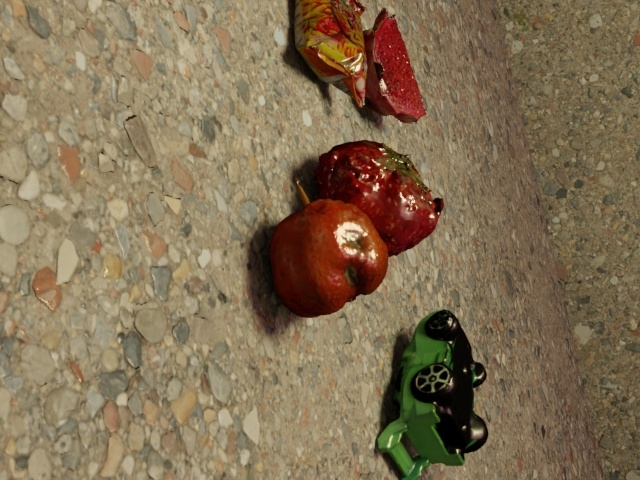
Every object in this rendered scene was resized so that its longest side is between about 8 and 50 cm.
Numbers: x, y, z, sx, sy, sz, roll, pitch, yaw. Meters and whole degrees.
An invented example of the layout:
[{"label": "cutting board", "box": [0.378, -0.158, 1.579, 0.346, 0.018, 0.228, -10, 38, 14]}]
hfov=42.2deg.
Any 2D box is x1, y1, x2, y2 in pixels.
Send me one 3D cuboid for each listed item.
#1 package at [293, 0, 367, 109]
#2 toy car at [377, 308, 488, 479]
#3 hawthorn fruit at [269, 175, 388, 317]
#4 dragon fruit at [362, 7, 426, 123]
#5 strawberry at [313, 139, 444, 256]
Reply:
[{"label": "package", "box": [0.016, -0.434, 1.740, 0.223, 0.108, 0.288, 34, 41, -46]}, {"label": "toy car", "box": [0.240, 0.323, 1.766, 0.213, 0.176, 0.358, 57, 29, -35]}, {"label": "hawthorn fruit", "box": [0.000, 0.000, 1.416, 0.207, 0.207, 0.243, -16, 83, -63]}, {"label": "dragon fruit", "box": [0.128, -0.383, 1.921, 0.161, 0.126, 0.274, -39, 114, -51]}, {"label": "strawberry", "box": [0.090, -0.068, 1.614, 0.274, 0.220, 0.274, 32, 21, -13]}]
